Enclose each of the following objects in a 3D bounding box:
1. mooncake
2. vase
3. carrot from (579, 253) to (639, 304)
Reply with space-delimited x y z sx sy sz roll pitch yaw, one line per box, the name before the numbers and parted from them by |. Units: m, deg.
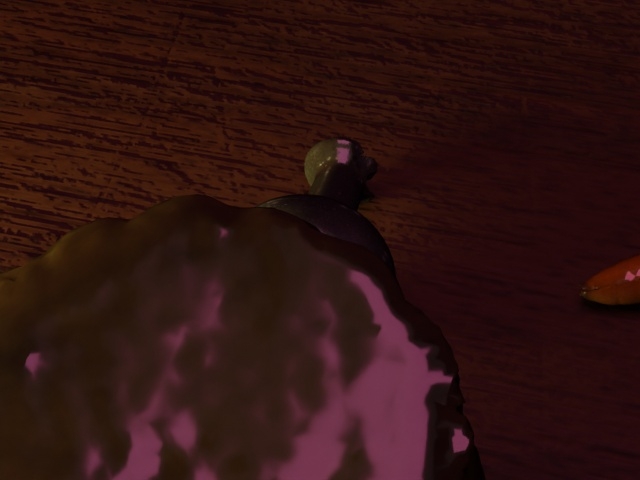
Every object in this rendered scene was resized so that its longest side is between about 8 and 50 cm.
mooncake | -0.063 0.147 0.989 0.324 0.187 0.324 -3 71 8
vase | 0.000 0.000 1.184 0.120 0.120 0.183 7 38 11
carrot | 0.311 0.011 1.173 0.271 0.066 0.062 1 8 10
